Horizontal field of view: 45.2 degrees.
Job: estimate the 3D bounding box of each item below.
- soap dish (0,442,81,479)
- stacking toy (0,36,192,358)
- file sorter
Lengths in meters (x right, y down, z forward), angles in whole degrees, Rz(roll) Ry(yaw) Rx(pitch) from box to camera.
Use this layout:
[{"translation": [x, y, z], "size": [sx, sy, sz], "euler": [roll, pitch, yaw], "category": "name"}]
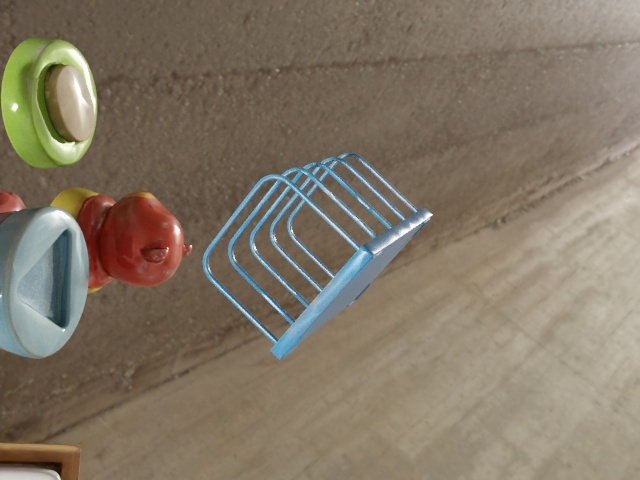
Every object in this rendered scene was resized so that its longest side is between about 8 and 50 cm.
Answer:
[{"translation": [-0.374, 0.285, 0.690], "size": [0.118, 0.291, 0.228], "euler": [-170, -95, -77], "category": "soap dish"}, {"translation": [-0.235, -0.047, 0.725], "size": [0.309, 0.130, 0.279], "euler": [-48, 140, -70], "category": "stacking toy"}, {"translation": [0.000, 0.000, 0.653], "size": [0.118, 0.104, 0.170], "euler": [-49, 170, 24], "category": "file sorter"}]
